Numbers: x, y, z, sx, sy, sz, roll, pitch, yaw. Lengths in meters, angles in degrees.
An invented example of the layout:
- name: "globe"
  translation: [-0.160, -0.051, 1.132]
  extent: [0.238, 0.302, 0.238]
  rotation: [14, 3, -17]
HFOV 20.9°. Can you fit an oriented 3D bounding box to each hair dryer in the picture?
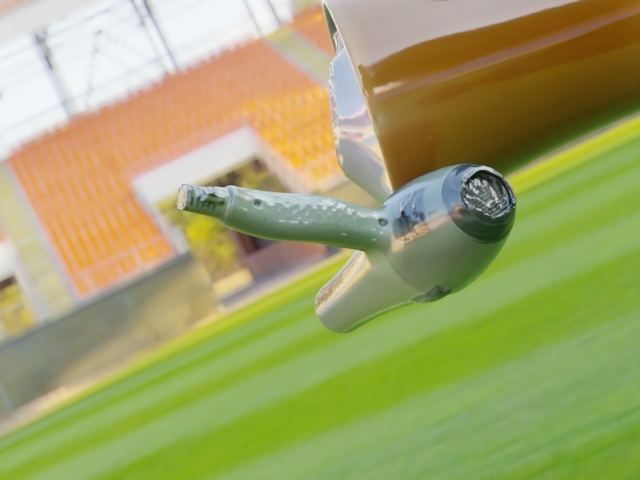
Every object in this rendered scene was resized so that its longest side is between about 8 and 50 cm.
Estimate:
- name: "hair dryer"
  translation: [0.010, 0.013, 1.215]
  extent: [0.225, 0.088, 0.219]
  rotation: [-1, -25, -7]

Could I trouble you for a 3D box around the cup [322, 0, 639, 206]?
- name: "cup"
  translation: [0.125, -0.139, 1.319]
  extent: [0.264, 0.182, 0.226]
  rotation: [-19, 32, -1]
